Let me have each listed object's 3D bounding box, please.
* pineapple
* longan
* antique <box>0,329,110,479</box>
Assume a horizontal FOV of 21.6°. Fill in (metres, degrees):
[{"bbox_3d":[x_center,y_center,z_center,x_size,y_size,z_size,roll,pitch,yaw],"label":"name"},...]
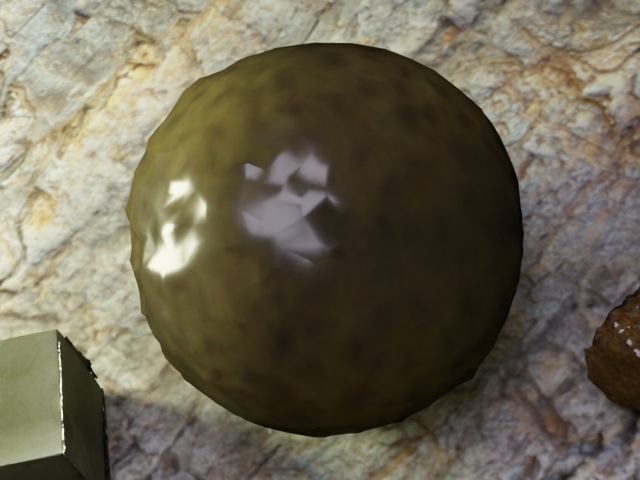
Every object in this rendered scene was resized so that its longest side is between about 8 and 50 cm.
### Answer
[{"bbox_3d":[0.349,0.051,1.628,0.119,0.111,0.237,39,63,-1],"label":"pineapple"},{"bbox_3d":[0.000,0.000,1.616,0.391,0.391,0.391,-7,58,12],"label":"longan"},{"bbox_3d":[-0.301,0.194,1.697,0.148,0.152,0.147,-12,58,5],"label":"antique"}]
